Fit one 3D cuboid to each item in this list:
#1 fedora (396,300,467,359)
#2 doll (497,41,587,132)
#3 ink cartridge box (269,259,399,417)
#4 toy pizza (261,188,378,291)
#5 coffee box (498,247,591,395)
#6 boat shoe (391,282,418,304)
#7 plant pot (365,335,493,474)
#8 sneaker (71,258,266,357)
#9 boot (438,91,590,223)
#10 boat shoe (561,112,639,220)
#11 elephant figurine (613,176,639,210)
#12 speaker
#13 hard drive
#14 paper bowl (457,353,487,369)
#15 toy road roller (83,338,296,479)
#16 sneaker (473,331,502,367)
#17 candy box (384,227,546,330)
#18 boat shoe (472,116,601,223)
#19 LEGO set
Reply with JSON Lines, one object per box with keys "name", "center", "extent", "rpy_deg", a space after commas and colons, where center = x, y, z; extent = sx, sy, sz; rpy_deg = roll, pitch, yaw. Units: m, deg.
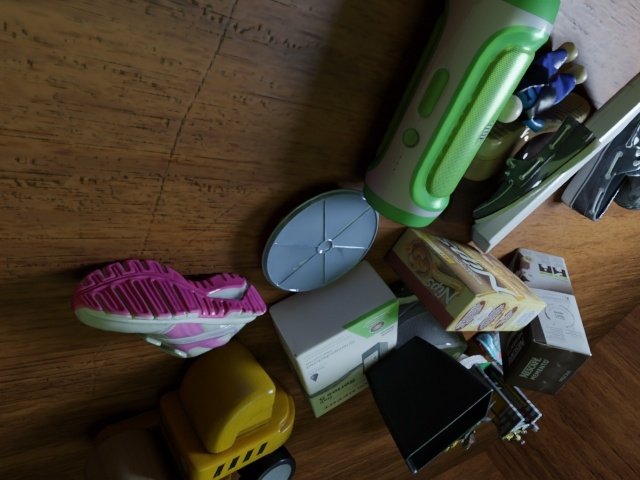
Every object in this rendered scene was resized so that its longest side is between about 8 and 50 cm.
{"name": "fedora", "center": [0.253, 0.237, 1.017], "extent": [0.275, 0.124, 0.244], "rpy_deg": [4, 127, -39]}
{"name": "doll", "center": [0.308, -0.223, 0.621], "extent": [0.189, 0.046, 0.129], "rpy_deg": [-37, 103, -24]}
{"name": "ink cartridge box", "center": [0.036, 0.194, 0.816], "extent": [0.198, 0.115, 0.273], "rpy_deg": [-26, 141, -14]}
{"name": "toy pizza", "center": [0.000, 0.000, 0.662], "extent": [0.201, 0.032, 0.201], "rpy_deg": [-21, 140, -19]}
{"name": "coffee box", "center": [0.507, 0.183, 1.018], "extent": [0.118, 0.297, 0.168], "rpy_deg": [13, 131, 6]}
{"name": "boat shoe", "center": [0.163, 0.112, 0.892], "extent": [0.132, 0.042, 0.049], "rpy_deg": [-11, 155, -29]}
{"name": "plant pot", "center": [0.192, 0.298, 0.818], "extent": [0.188, 0.167, 0.187], "rpy_deg": [-34, 143, -8]}
{"name": "sneaker", "center": [-0.194, 0.104, 0.564], "extent": [0.252, 0.103, 0.111], "rpy_deg": [16, 116, -44]}
{"name": "boot", "center": [0.324, -0.142, 0.747], "extent": [0.248, 0.090, 0.207], "rpy_deg": [-24, 152, -17]}
{"name": "boat shoe", "center": [0.640, -0.175, 0.913], "extent": [0.108, 0.102, 0.301], "rpy_deg": [-8, 133, -31]}
{"name": "elephant figurine", "center": [0.744, -0.130, 0.964], "extent": [0.240, 0.169, 0.186], "rpy_deg": [-62, 162, 16]}
{"name": "speaker", "center": [0.160, -0.165, 0.544], "extent": [0.131, 0.131, 0.297], "rpy_deg": [-2, 130, -35]}
{"name": "hard drive", "center": [0.427, -0.120, 0.796], "extent": [0.353, 0.047, 0.233], "rpy_deg": [-45, 162, 9]}
{"name": "paper bowl", "center": [0.406, 0.463, 1.340], "extent": [0.284, 0.148, 0.284], "rpy_deg": [-20, 139, -19]}
{"name": "toy road roller", "center": [-0.198, 0.310, 0.701], "extent": [0.329, 0.202, 0.241], "rpy_deg": [-12, 123, -35]}
{"name": "sneaker", "center": [0.600, 0.341, 1.401], "extent": [0.125, 0.104, 0.262], "rpy_deg": [-45, 141, 7]}
{"name": "candy box", "center": [0.292, 0.084, 0.844], "extent": [0.316, 0.183, 0.088], "rpy_deg": [12, 120, -44]}
{"name": "boat shoe", "center": [0.313, -0.104, 0.659], "extent": [0.206, 0.065, 0.075], "rpy_deg": [-38, 177, 17]}
{"name": "LEGO set", "center": [0.361, 0.437, 1.030], "extent": [0.331, 0.192, 0.255], "rpy_deg": [18, 115, -42]}
